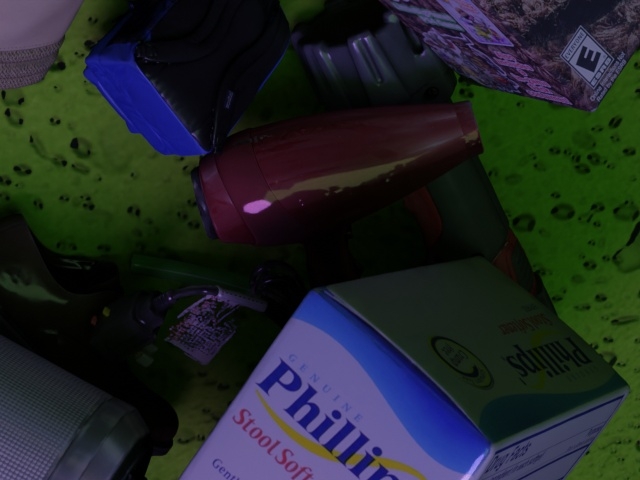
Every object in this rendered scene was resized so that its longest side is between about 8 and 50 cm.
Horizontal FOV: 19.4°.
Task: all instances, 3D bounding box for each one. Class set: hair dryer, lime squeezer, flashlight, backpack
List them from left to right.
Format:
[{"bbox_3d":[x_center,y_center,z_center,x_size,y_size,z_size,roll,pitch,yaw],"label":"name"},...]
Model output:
[{"bbox_3d":[-0.088,-0.129,1.220,0.120,0.101,0.098,-53,128,-24],"label":"backpack"},{"bbox_3d":[-0.002,0.076,1.398,0.110,0.059,0.310,-22,130,32],"label":"lime squeezer"},{"bbox_3d":[0.000,0.000,1.273,0.224,0.080,0.293,20,128,-35],"label":"hair dryer"},{"bbox_3d":[0.072,-0.033,1.328,0.103,0.103,0.304,-37,119,-12],"label":"flashlight"}]

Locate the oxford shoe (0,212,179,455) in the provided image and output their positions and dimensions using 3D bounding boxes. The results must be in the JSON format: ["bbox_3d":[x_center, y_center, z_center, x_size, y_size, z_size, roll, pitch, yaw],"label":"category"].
[{"bbox_3d":[-0.162,0.069,1.319,0.096,0.083,0.227,-40,123,2],"label":"oxford shoe"}]

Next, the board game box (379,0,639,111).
[{"bbox_3d":[0.101,-0.260,1.136,0.291,0.141,0.232,38,82,-31],"label":"board game box"}]

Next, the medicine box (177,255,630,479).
[{"bbox_3d":[0.028,0.170,1.209,0.289,0.149,0.263,-56,161,18],"label":"medicine box"}]

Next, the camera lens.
[{"bbox_3d":[-0.261,0.155,1.203,0.274,0.219,0.219,28,110,3],"label":"camera lens"}]

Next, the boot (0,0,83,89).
[{"bbox_3d":[-0.235,-0.188,1.103,0.262,0.095,0.203,11,138,-36],"label":"boot"}]
